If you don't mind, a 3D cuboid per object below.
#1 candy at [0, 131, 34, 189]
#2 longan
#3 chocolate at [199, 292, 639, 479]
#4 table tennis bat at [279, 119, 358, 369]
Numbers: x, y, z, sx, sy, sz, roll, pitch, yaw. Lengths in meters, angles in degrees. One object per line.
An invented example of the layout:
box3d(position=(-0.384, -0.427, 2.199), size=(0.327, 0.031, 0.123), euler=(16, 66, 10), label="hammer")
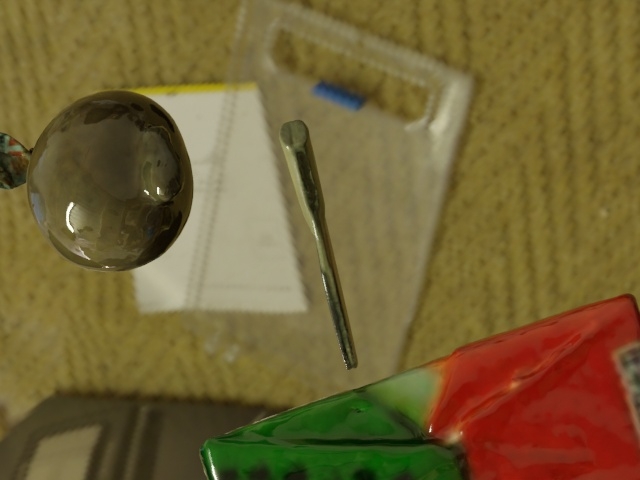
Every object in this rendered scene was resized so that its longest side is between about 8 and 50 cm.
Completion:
box3d(position=(-0.296, -0.111, 1.356), size=(0.053, 0.046, 0.182), euler=(-44, 79, 7), label="candy")
box3d(position=(-0.117, -0.035, 0.980), size=(0.119, 0.106, 0.106), euler=(-13, 105, 52), label="longan")
box3d(position=(0.128, 0.262, 1.265), size=(0.341, 0.161, 0.360), euler=(-20, 85, 1), label="chocolate")
box3d(position=(0.000, 0.000, 1.309), size=(0.022, 0.138, 0.246), euler=(-13, 138, 1), label="table tennis bat")
